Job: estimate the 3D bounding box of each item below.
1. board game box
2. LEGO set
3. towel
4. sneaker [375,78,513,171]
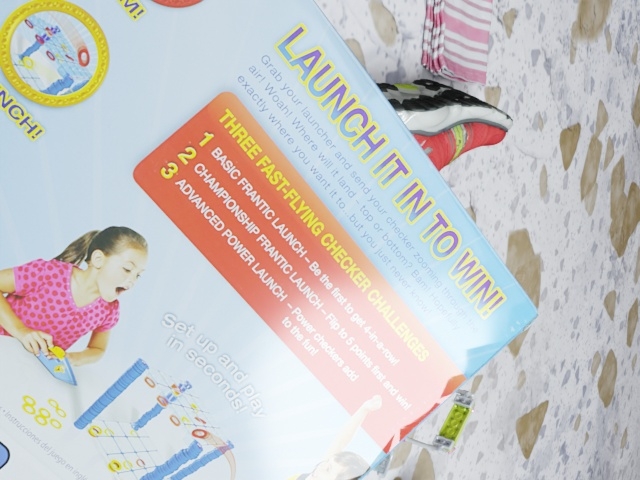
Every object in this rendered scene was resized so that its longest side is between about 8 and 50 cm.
[{"bbox_3d":[-0.095,0.021,0.353,0.302,0.086,0.308,-41,110,-5],"label":"board game box"},{"bbox_3d":[0.130,0.146,0.848,0.132,0.107,0.287,35,72,-50],"label":"LEGO set"},{"bbox_3d":[0.179,-0.295,0.865,0.144,0.029,0.197,-6,103,-52],"label":"towel"},{"bbox_3d":[0.116,-0.113,0.798,0.279,0.107,0.119,-12,127,-47],"label":"sneaker"}]
